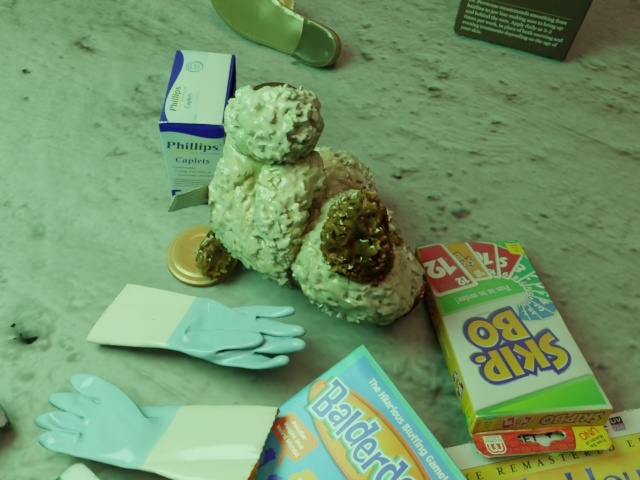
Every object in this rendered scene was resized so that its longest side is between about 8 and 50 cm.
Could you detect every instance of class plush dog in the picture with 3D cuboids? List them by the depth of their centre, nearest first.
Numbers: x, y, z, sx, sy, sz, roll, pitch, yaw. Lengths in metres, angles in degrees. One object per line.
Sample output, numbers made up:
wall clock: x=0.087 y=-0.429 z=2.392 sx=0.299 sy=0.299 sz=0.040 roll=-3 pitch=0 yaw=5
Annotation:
plush dog: x=0.000 y=0.000 z=0.582 sx=0.225 sy=0.262 sz=0.210 roll=35 pitch=89 yaw=28

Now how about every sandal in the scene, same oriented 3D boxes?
sandal: x=-0.064 y=-0.345 z=0.908 sx=0.240 sy=0.088 sz=0.079 roll=34 pitch=28 yaw=11

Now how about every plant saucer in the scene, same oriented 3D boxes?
plant saucer: x=-0.136 y=0.015 z=0.668 sx=0.084 sy=0.013 sz=0.083 roll=3 pitch=54 yaw=-3

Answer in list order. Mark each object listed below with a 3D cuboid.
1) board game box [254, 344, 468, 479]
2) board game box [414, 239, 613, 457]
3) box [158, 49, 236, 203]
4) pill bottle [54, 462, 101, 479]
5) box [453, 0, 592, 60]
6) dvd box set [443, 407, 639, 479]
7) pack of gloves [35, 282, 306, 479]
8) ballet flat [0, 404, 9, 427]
board game box: x=0.000 y=0.211 z=0.472 sx=0.210 sy=0.047 sz=0.160 roll=-36 pitch=56 yaw=-6
board game box: x=0.182 y=0.093 z=0.585 sx=0.124 sy=0.039 sz=0.259 roll=-2 pitch=41 yaw=-5
box: x=-0.140 y=-0.133 z=0.697 sx=0.072 sy=0.137 sz=0.126 roll=3 pitch=55 yaw=-3
pill bottle: x=-0.216 y=0.279 z=0.411 sx=0.118 sy=0.117 sz=0.208 roll=34 pitch=59 yaw=18
box: x=0.334 y=-0.472 z=0.824 sx=0.191 sy=0.381 sz=0.143 roll=19 pitch=55 yaw=9
dvd box set: x=0.246 y=0.350 z=0.430 sx=0.308 sy=0.062 sz=0.420 roll=-7 pitch=56 yaw=-10
pack of gloves: x=-0.133 y=0.134 z=0.548 sx=0.232 sy=0.046 sz=0.195 roll=5 pitch=41 yaw=20
ballet flat: x=-0.354 y=0.221 z=0.477 sx=0.079 sy=0.077 sz=0.221 roll=38 pitch=58 yaw=-2
